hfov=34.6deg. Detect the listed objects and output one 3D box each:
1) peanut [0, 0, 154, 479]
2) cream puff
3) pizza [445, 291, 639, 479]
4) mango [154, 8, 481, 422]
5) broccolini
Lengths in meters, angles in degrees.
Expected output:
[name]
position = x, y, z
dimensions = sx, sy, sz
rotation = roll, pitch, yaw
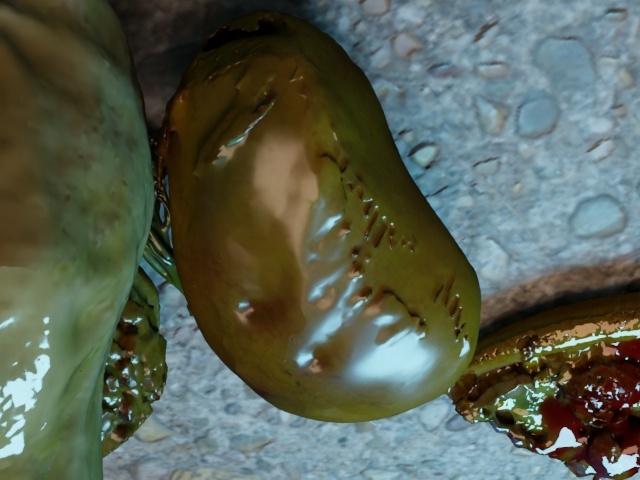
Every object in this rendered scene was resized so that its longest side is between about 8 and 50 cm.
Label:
[peanut]
position = -0.159, 0.045, 0.425
dimensions = 0.170, 0.387, 0.192
rotation = 4, 178, -31
[cream puff]
position = -0.163, 0.068, 0.588
dimensions = 0.150, 0.115, 0.165
rotation = -39, 123, 23
[pizza]
position = 0.194, 0.114, 0.700
dimensions = 0.201, 0.053, 0.193
rotation = -23, 130, 16
[mango]
position = 0.000, 0.000, 0.513
dimensions = 0.156, 0.151, 0.248
rotation = 15, 144, 29
[broccolini]
position = -0.082, 0.016, 0.591
dimensions = 0.054, 0.052, 0.194
rotation = -12, 133, 12
